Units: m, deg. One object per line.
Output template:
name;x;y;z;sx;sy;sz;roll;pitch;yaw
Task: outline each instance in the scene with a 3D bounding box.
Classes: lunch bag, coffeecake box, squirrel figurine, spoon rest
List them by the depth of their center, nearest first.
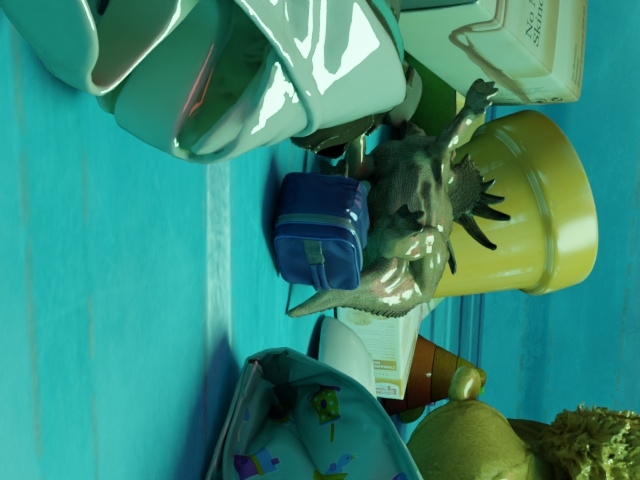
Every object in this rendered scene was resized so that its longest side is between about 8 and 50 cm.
lunch bag;0.011;0.224;0.948;0.223;0.160;0.262;76;-12;-58
lunch bag;0.000;0.000;1.040;0.098;0.067;0.065;78;21;-61
spoon rest;0.013;0.199;1.223;0.137;0.084;0.276;78;7;-60
coffeecake box;0.061;0.042;1.370;0.142;0.068;0.185;-71;162;-51
squirrel figurine;0.247;0.276;1.596;0.370;0.397;0.281;58;19;-55

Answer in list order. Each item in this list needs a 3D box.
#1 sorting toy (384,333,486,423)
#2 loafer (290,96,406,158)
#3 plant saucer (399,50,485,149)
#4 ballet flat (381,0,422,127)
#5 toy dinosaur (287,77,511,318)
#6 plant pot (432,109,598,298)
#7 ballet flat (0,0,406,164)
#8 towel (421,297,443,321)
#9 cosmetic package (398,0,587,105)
sorting toy;0.172;0.191;1.861;0.365;0.126;0.127;42;54;-76
loafer;0.007;-0.107;1.054;0.078;0.080;0.220;-55;173;11
plant saucer;0.155;-0.198;1.718;0.333;0.081;0.333;-74;163;-45
ballet flat;0.041;-0.184;1.228;0.084;0.058;0.250;-55;154;-14
toy dinosaur;0.080;-0.013;1.197;0.200;0.127;0.296;73;36;-48
plant pot;0.173;-0.023;1.514;0.205;0.188;0.205;163;-90;-74
ballet flat;-0.064;-0.109;0.577;0.400;0.139;0.139;51;44;-68
towel;0.132;0.069;1.659;0.152;0.023;0.113;-47;158;-9
cosmetic package;0.164;-0.250;1.387;0.296;0.129;0.153;21;72;-59
